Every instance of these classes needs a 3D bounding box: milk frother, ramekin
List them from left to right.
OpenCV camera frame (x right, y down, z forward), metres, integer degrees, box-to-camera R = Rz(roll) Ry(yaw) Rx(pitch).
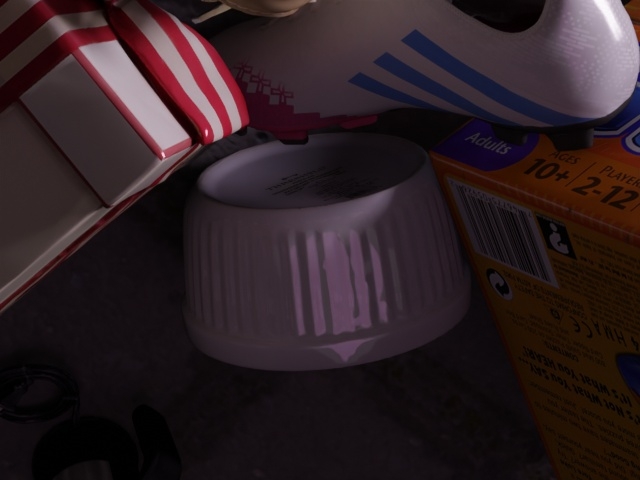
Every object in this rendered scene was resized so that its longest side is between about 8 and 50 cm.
[{"bbox_3d":[-0.187,0.175,1.444,0.143,0.135,0.129,18,111,-21],"label":"milk frother"},{"bbox_3d":[0.000,0.000,1.363,0.207,0.207,0.109,-10,110,-8],"label":"ramekin"}]

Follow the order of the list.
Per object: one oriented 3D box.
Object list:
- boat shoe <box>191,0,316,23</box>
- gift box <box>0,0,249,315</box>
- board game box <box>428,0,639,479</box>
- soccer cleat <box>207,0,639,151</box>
[{"bbox_3d":[-0.051,-0.192,1.196,0.105,0.285,0.089,14,116,-15],"label":"boat shoe"},{"bbox_3d":[-0.211,-0.101,1.221,0.258,0.276,0.255,-39,97,14],"label":"gift box"},{"bbox_3d":[0.360,0.028,1.311,0.356,0.356,0.356,-36,122,-20],"label":"board game box"},{"bbox_3d":[0.049,-0.144,1.276,0.331,0.116,0.143,3,129,29],"label":"soccer cleat"}]
